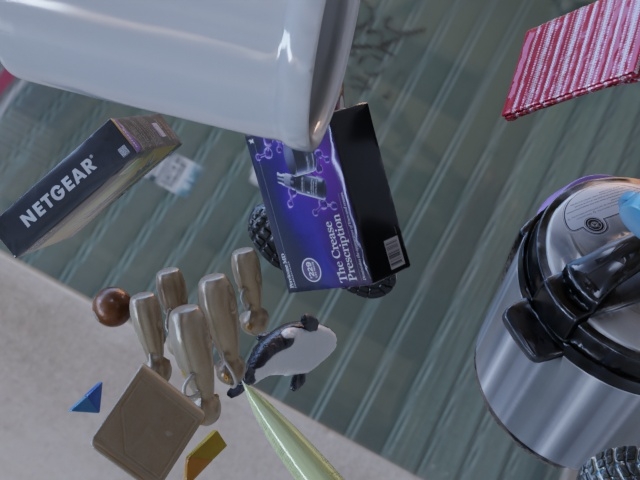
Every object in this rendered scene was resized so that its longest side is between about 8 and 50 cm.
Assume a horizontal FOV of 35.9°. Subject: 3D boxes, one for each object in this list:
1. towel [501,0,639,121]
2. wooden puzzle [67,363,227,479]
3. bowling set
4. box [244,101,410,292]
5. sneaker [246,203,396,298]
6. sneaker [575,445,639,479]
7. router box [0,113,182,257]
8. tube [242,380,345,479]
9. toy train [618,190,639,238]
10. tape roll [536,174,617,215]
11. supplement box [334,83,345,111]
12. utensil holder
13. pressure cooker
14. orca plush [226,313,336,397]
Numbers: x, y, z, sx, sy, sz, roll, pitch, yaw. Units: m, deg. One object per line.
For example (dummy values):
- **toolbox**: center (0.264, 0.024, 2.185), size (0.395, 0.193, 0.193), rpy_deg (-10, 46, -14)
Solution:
- **towel**: center (0.420, -0.303, 1.601), size (0.275, 0.031, 0.199), rpy_deg (-14, 50, 52)
- **wooden puzzle**: center (-0.126, 0.138, 0.724), size (0.014, 0.116, 0.078), rpy_deg (-9, 37, 51)
- **bowling set**: center (-0.190, 0.124, 1.312), size (0.287, 0.199, 0.154), rpy_deg (-46, -50, -64)
- **box**: center (0.009, -0.061, 1.516), size (0.184, 0.261, 0.103), rpy_deg (-9, 10, 46)
- **sneaker**: center (0.000, 0.000, 1.738), size (0.107, 0.283, 0.124), rpy_deg (-53, 19, 31)
- **sneaker**: center (0.327, 0.241, 0.951), size (0.073, 0.162, 0.063), rpy_deg (88, 179, -48)
- **router box**: center (-0.425, -0.107, 1.820), size (0.309, 0.081, 0.243), rpy_deg (-38, 1, 15)
- **tube**: center (-0.044, 0.317, 1.527), size (0.062, 0.240, 0.070), rpy_deg (-11, -39, -51)
- **toy train**: center (0.361, -0.011, 0.922), size (0.143, 0.105, 0.248), rpy_deg (-42, -41, -6)
- **tape roll**: center (0.602, 0.000, 2.137), size (0.275, 0.274, 0.090), rpy_deg (-61, 4, -17)
- **supplement box**: center (0.007, -0.234, 2.026), size (0.104, 0.080, 0.188), rpy_deg (-72, -20, -61)
- **utensil holder**: center (-0.160, -0.302, 1.196), size (0.327, 0.385, 0.328), rpy_deg (12, -90, -84)
- **pressure cooker**: center (0.453, 0.112, 1.475), size (0.420, 0.375, 0.370), rpy_deg (102, -170, -51)
- **orca plush**: center (-0.090, 0.219, 1.892), size (0.287, 0.102, 0.151), rpy_deg (-35, -49, -44)
